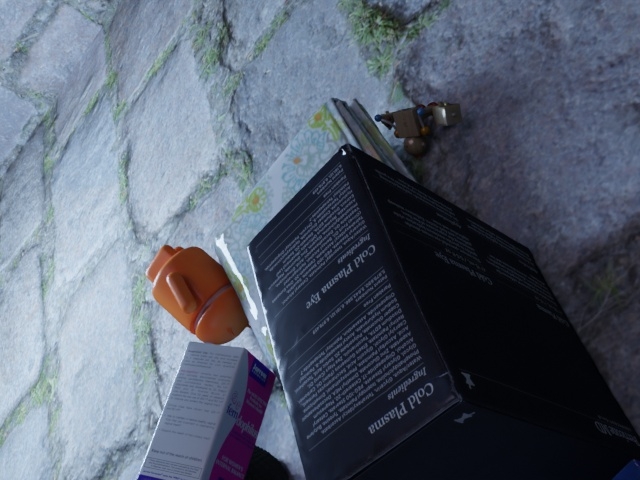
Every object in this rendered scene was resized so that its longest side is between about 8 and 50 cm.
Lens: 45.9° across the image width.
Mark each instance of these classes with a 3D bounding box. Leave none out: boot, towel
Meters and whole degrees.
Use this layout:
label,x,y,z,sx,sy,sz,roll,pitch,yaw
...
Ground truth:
label,x,y,z,sx,sy,sz,roll,pitch,yaw
boot,-0.155,0.405,1.222,0.246,0.083,0.161,18,109,35
towel,0.000,0.000,1.186,0.374,0.090,0.321,-47,50,24

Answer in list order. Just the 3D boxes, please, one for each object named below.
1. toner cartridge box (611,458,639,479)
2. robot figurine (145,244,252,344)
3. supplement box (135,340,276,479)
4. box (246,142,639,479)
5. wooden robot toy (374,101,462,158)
label,x,y,z,sx,sy,sz,roll,pitch,yaw
toner cartridge box,0.232,0.355,0.700,0.348,0.165,0.075,-53,39,17
robot figurine,-0.210,0.098,1.340,0.219,0.158,0.128,38,61,18
supplement box,-0.165,0.276,1.132,0.113,0.111,0.220,1,60,28
box,0.128,0.117,0.800,0.179,0.343,0.313,-44,42,25
wooden robot toy,0.156,-0.167,1.160,0.173,0.076,0.079,3,110,51
